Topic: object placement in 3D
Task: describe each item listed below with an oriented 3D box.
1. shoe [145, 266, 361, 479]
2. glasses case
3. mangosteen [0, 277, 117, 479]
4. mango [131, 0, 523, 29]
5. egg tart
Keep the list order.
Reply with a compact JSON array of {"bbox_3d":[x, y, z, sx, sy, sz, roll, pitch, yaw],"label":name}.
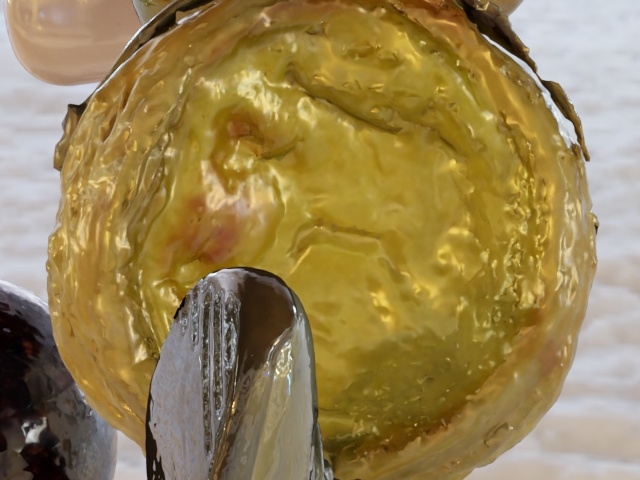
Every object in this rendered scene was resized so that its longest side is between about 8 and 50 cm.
[{"bbox_3d":[-0.022,0.124,0.720,0.098,0.275,0.103,-6,44,-15],"label":"shoe"},{"bbox_3d":[-0.101,-0.194,1.436,0.297,0.113,0.075,-10,12,-12],"label":"glasses case"},{"bbox_3d":[-0.287,0.158,1.413,0.288,0.288,0.288,1,17,0],"label":"mangosteen"},{"bbox_3d":[0.002,-0.158,0.995,0.251,0.156,0.114,-10,-26,20],"label":"mango"},{"bbox_3d":[0.000,0.000,0.884,0.279,0.279,0.095,-1,2,-7],"label":"egg tart"}]
